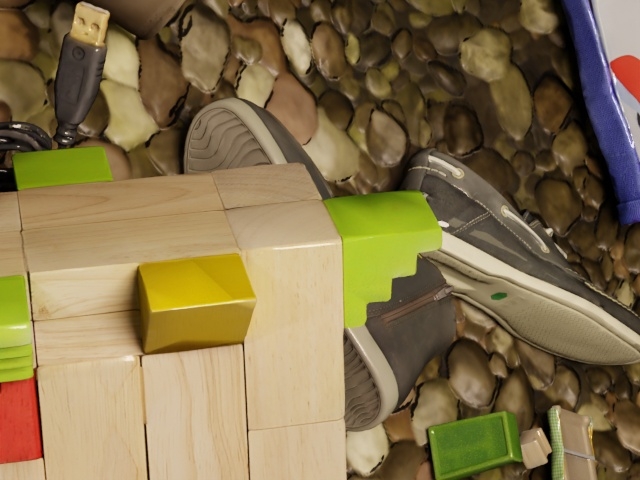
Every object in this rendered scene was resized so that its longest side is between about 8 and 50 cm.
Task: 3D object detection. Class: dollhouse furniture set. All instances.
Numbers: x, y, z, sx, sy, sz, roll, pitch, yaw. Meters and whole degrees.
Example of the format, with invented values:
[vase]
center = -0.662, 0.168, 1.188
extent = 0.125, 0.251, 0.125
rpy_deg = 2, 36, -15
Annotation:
[dollhouse furniture set]
center = 0.136, 0.152, 1.320
extent = 0.151, 0.058, 0.076
rpy_deg = 21, 56, -56

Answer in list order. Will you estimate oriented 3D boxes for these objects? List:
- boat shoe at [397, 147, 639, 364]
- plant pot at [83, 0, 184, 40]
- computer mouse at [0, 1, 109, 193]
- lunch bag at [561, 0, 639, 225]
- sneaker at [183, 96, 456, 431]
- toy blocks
[boat shoe]
center = 0.143, 0.018, 1.322
extent = 0.233, 0.084, 0.079
rpy_deg = 31, 61, -28
[plant pot]
center = -0.131, -0.316, 1.055
extent = 0.280, 0.323, 0.323
rpy_deg = 31, 59, -13
[computer mouse]
center = -0.191, -0.133, 0.976
extent = 0.184, 0.060, 0.262
rpy_deg = 3, 109, -17
[lunch bag]
center = 0.358, -0.203, 1.459
extent = 0.385, 0.239, 0.328
rpy_deg = -14, 89, -16
[sneaker]
center = 0.000, 0.000, 1.219
extent = 0.118, 0.083, 0.222
rpy_deg = -40, 106, -52
[toy blocks]
center = -0.137, 0.112, 0.959
extent = 0.381, 0.191, 0.261
rpy_deg = -6, 116, -10
